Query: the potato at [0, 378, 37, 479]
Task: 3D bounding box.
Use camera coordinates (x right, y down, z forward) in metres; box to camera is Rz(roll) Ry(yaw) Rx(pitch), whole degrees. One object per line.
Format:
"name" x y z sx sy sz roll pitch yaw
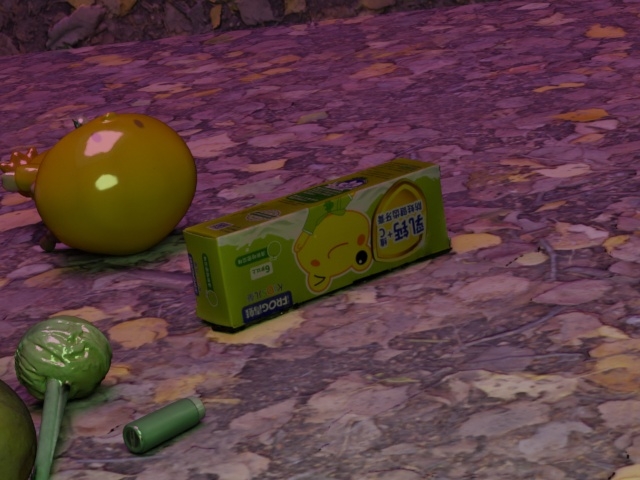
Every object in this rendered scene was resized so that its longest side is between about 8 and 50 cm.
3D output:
"potato" -0.364 0.172 1.495 0.174 0.159 0.251 11 8 -46

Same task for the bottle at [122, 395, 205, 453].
"bottle" -0.146 0.172 1.586 0.030 0.030 0.083 8 23 44

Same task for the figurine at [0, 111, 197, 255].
"figurine" -0.297 -0.083 2.247 0.215 0.187 0.343 -26 16 -20

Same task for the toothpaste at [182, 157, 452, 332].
"toothpaste" 0.000 0.000 1.932 0.327 0.110 0.077 -20 18 -32

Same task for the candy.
"candy" -0.255 0.171 1.605 0.092 0.093 0.335 -49 19 17
